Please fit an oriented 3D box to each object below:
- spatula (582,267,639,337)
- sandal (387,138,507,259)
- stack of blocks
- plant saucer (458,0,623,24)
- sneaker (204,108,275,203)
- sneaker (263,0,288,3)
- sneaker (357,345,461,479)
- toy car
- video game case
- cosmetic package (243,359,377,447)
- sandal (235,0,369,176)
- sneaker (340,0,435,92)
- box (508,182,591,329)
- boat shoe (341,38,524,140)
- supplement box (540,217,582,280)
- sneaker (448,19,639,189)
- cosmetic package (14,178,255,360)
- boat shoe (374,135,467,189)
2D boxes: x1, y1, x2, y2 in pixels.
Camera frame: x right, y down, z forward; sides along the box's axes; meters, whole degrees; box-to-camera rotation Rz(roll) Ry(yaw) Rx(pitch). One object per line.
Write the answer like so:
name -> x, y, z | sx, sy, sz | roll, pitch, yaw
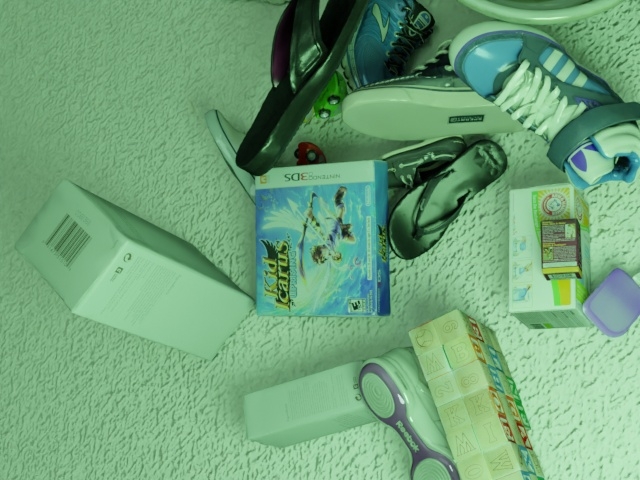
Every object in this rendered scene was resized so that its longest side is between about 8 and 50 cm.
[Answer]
spatula -> 0.519, 0.027, 1.503 | 0.296, 0.030, 0.084 | -43, 100, 2
sandal -> 0.207, -0.072, 1.686 | 0.097, 0.054, 0.254 | 42, 97, -10
stack of blocks -> 0.248, 0.267, 1.501 | 0.087, 0.171, 0.297 | -27, 62, 19
plant saucer -> 0.349, -0.490, 1.589 | 0.400, 0.100, 0.400 | -3, 66, 6
sneaker -> -0.137, -0.166, 1.935 | 0.091, 0.094, 0.258 | -31, 62, -5
sneaker -> -0.140, -0.552, 2.044 | 0.279, 0.118, 0.107 | 2, 74, 30
sneaker -> 0.186, 0.298, 1.557 | 0.114, 0.152, 0.305 | -34, 81, 43
toy car -> 0.001, -0.228, 1.835 | 0.225, 0.053, 0.239 | -48, 46, 53
video game case -> 0.000, 0.000, 1.761 | 0.244, 0.061, 0.269 | -2, 87, 31
cosmetic package -> -0.003, 0.276, 1.673 | 0.231, 0.117, 0.085 | -18, 64, 21
sandal -> -0.038, -0.325, 1.753 | 0.446, 0.107, 0.167 | -61, 23, -6
sneaker -> 0.127, -0.374, 1.825 | 0.147, 0.130, 0.330 | -9, 68, 29
box -> 0.358, 0.026, 1.560 | 0.103, 0.114, 0.203 | -6, 69, 27
boat shoe -> 0.201, -0.268, 1.699 | 0.340, 0.127, 0.158 | 0, 63, -6
supplement box -> 0.354, 0.013, 1.472 | 0.055, 0.043, 0.083 | -4, 71, 22
sneaker -> 0.356, -0.192, 1.507 | 0.130, 0.323, 0.236 | -52, 33, 33
cosmetic package -> -0.316, 0.061, 1.766 | 0.217, 0.385, 0.156 | 39, 93, 36
boat shoe -> 0.161, -0.122, 1.748 | 0.206, 0.075, 0.065 | -24, 59, 15
